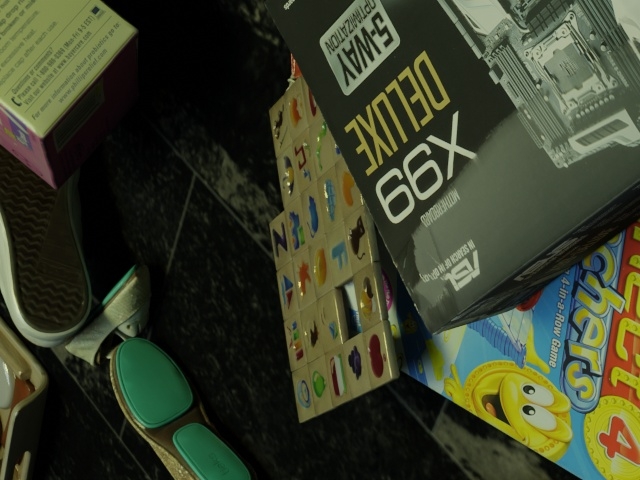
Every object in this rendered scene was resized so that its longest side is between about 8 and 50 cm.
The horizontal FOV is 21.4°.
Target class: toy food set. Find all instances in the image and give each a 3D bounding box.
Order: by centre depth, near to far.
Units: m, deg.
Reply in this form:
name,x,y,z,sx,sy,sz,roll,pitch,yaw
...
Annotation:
name,x,y,z,sx,sy,sz,roll,pitch,yaw
toy food set,-0.406,0.171,1.842,0.306,0.092,0.219,42,132,35

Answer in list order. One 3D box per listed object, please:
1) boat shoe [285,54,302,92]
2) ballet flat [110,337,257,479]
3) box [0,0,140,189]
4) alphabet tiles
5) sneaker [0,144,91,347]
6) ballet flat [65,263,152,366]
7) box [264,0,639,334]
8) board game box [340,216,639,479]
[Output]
name,x,y,z,sx,sy,sz,roll,pitch,yaw
boat shoe,-0.004,-0.104,1.279,0.049,0.043,0.137,-4,97,54
ballet flat,-0.128,0.176,1.512,0.206,0.073,0.067,52,151,33
box,-0.277,-0.178,1.396,0.243,0.117,0.213,40,169,1
alphabet tiles,0.000,0.000,1.212,0.198,0.009,0.237,142,121,-67
sneaker,-0.276,-0.039,1.586,0.123,0.106,0.290,132,134,-70
ballet flat,-0.186,0.072,1.575,0.052,0.057,0.168,43,144,-6
box,0.115,-0.119,0.949,0.307,0.076,0.242,-41,69,49
board game box,0.149,-0.027,1.072,0.302,0.086,0.308,28,123,45
